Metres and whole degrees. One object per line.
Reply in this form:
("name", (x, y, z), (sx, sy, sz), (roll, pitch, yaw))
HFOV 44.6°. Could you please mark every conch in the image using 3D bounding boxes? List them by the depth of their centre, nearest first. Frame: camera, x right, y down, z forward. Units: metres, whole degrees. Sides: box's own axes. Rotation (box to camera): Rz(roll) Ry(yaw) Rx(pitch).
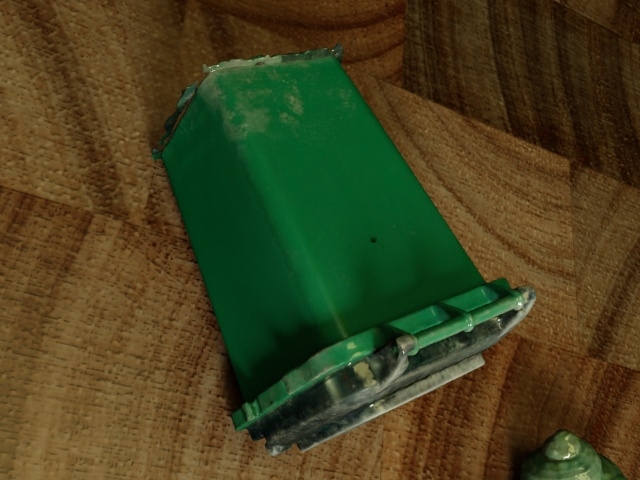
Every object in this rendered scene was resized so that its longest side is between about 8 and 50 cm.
("conch", (0.308, 0.333, 0.964), (0.176, 0.122, 0.188), (-8, 70, -9))

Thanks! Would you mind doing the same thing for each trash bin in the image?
("trash bin", (0.000, 0.000, 0.824), (0.259, 0.295, 0.381), (-18, 74, -35))
